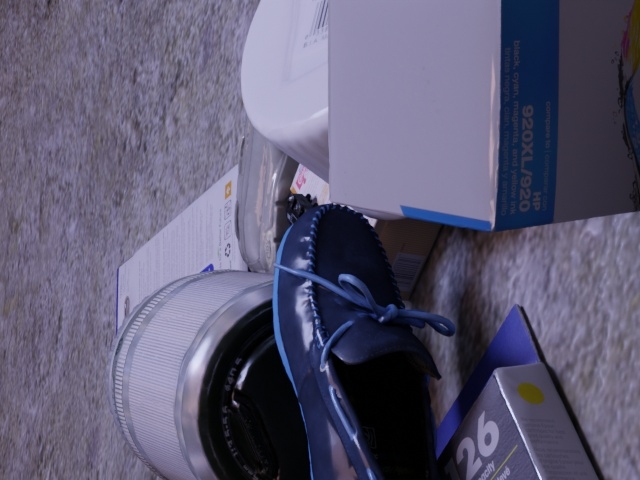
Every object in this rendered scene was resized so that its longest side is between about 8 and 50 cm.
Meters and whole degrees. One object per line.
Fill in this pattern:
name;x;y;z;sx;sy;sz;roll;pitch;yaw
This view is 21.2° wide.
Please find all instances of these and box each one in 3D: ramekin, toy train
ramekin;0.057;-0.168;1.446;0.277;0.135;0.277;-33;43;37
toy train;0.000;0.000;1.566;0.158;0.027;0.036;-128;46;-58

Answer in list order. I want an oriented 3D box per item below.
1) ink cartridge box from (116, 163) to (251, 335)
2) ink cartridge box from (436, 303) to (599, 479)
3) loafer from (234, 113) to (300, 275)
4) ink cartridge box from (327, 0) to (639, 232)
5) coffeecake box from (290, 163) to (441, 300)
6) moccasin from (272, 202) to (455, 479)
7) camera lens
ink cartridge box;-0.144;0.058;1.963;0.371;0.069;0.175;-33;53;54
ink cartridge box;0.114;0.257;1.360;0.303;0.072;0.307;-63;33;33
loafer;-0.035;-0.118;1.742;0.111;0.112;0.319;11;92;56
ink cartridge box;0.146;-0.106;1.149;0.171;0.233;0.168;12;105;52
coffeecake box;0.048;-0.055;1.596;0.142;0.068;0.185;-68;28;26
moccasin;0.053;0.112;1.373;0.117;0.138;0.342;-47;48;46
camera lens;-0.064;0.139;1.587;0.274;0.219;0.219;4;86;64
